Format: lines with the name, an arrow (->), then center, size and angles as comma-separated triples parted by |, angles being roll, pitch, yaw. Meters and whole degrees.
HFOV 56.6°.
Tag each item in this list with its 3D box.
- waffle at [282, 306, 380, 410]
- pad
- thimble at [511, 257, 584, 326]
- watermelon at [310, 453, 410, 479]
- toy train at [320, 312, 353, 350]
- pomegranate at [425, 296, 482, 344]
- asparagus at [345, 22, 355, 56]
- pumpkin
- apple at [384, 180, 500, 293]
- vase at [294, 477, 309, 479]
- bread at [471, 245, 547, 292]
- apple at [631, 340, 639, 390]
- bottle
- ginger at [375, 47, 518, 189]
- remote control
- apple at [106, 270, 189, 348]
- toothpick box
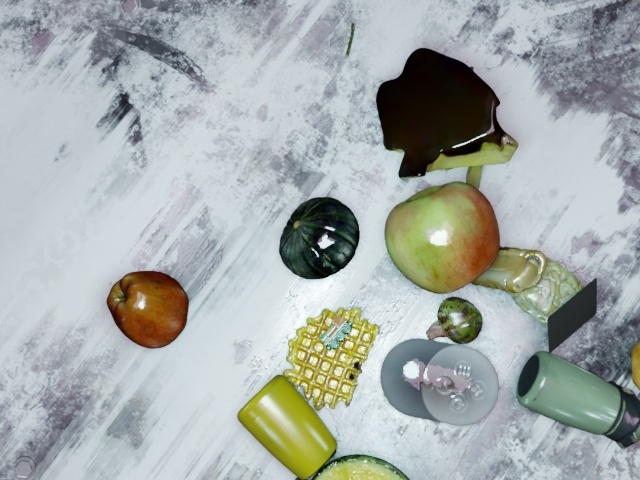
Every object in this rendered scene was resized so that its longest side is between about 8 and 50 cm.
waffle -> 0.040, 0.341, 1.722 | 0.310, 0.065, 0.283 | -24, 78, 2
pad -> 0.704, 0.209, 1.657 | 0.212, 0.142, 0.003 | -32, 36, -21
thimble -> 0.650, 0.153, 1.683 | 0.190, 0.137, 0.143 | 40, 82, -15
watermelon -> 0.101, 0.719, 1.597 | 0.331, 0.189, 0.330 | 0, 86, 4
toy train -> 0.043, 0.262, 1.685 | 0.064, 0.044, 0.103 | 38, 81, 15
pomegranate -> 0.378, 0.237, 1.688 | 0.163, 0.125, 0.138 | -34, 93, -2
asparagus -> 0.096, -0.643, 1.898 | 0.015, 0.014, 0.114 | 14, 81, -12
pumpkin -> 0.000, 0.000, 1.718 | 0.250, 0.216, 0.249 | -15, 54, 21
apple -> 0.339, -0.005, 1.641 | 0.319, 0.319, 0.277 | -26, 96, -1
vase -> -0.075, 0.776, 1.647 | 0.096, 0.096, 0.219 | 22, 80, 6
bread -> 0.521, 0.082, 1.668 | 0.081, 0.225, 0.134 | 37, 77, -31
apple -> 0.941, 0.352, 1.620 | 0.199, 0.199, 0.199 | 0, 81, 3
bottle -> 0.726, 0.440, 1.622 | 0.347, 0.168, 0.168 | 24, 83, 2
ginger -> 0.352, -0.335, 1.766 | 0.359, 0.211, 0.413 | -37, 71, 11
remote control -> 0.335, 0.398, 1.676 | 0.333, 0.103, 0.220 | 9, 82, 6
apple -> -0.493, 0.189, 1.698 | 0.234, 0.234, 0.233 | 0, 81, 3
toothpick box -> -0.083, 0.523, 1.646 | 0.175, 0.175, 0.271 | -44, 84, -4
